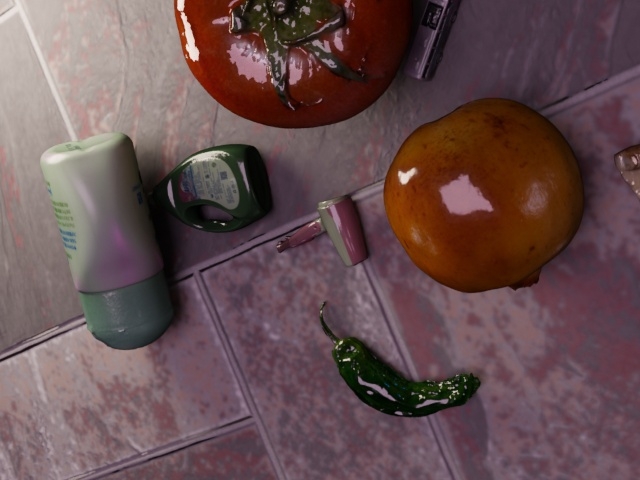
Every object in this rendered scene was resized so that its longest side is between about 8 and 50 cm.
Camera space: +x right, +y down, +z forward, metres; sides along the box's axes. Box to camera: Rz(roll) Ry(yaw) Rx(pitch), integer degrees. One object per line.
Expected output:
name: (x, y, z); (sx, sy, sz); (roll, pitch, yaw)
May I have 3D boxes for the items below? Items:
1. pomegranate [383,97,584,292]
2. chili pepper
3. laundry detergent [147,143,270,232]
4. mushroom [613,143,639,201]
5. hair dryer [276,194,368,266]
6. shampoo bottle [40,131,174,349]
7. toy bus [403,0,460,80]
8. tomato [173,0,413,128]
pomegranate: (0.220, -0.054, 1.410); (0.264, 0.264, 0.264); (5, 102, 26)
chili pepper: (0.098, 0.202, 1.614); (0.279, 0.065, 0.122); (23, 100, 19)
laundry detergent: (-0.185, -0.075, 1.705); (0.211, 0.063, 0.137); (-11, 100, 28)
mushroom: (0.467, -0.046, 1.376); (0.094, 0.072, 0.209); (-39, 85, 29)
hair dryer: (-0.004, -0.006, 1.643); (0.154, 0.054, 0.106); (-12, 98, 38)
shampoo bottle: (-0.337, 0.010, 1.728); (0.151, 0.222, 0.349); (-16, 104, -15)
toy bus: (0.155, -0.289, 1.500); (0.037, 0.052, 0.130); (27, 110, 23)
tomato: (-0.024, -0.323, 1.468); (0.341, 0.273, 0.341); (2, 101, 12)
